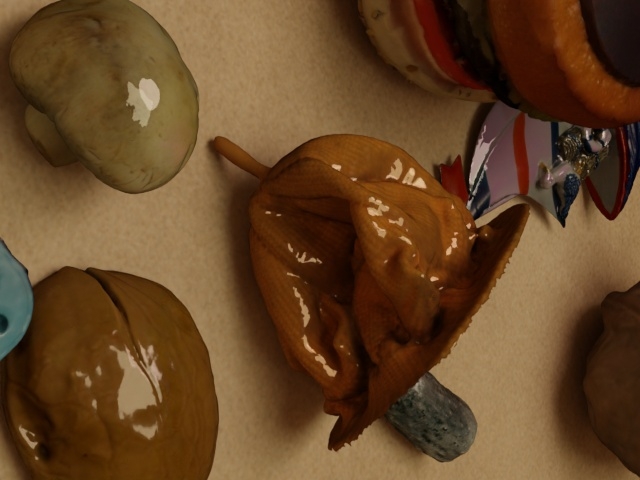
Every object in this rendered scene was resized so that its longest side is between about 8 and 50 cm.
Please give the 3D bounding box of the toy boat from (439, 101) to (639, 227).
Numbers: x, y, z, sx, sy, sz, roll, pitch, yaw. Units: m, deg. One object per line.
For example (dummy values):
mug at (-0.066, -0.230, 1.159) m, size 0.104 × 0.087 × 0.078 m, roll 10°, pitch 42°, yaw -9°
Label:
toy boat at (0.232, -0.122, 1.253) m, size 0.318 × 0.072 × 0.219 m, roll -2°, pitch 93°, yaw -37°

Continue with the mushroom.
mushroom at (-0.144, -0.099, 0.810) m, size 0.148 × 0.112 × 0.148 m, roll 58°, pitch 16°, yaw -27°

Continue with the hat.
hat at (0.000, 0.000, 0.958) m, size 0.233 × 0.244 × 0.233 m, roll 40°, pitch 24°, yaw -4°

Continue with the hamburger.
hamburger at (0.198, -0.262, 1.049) m, size 0.330 × 0.250 × 0.330 m, roll -19°, pitch 117°, yaw -43°

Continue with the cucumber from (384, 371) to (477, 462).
cucumber at (0.093, 0.154, 1.091) m, size 0.112 × 0.064 × 0.064 m, roll 42°, pitch 60°, yaw -34°

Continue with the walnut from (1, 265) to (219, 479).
walnut at (-0.127, 0.116, 0.840) m, size 0.167 × 0.087 × 0.211 m, roll -30°, pitch 110°, yaw -47°

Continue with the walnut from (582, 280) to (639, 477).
walnut at (0.406, 0.137, 1.293) m, size 0.273 × 0.273 × 0.227 m, roll 16°, pitch 45°, yaw -45°

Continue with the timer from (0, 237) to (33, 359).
timer at (-0.320, 0.036, 0.671) m, size 0.250 × 0.091 × 0.232 m, roll -47°, pitch 122°, yaw -23°
